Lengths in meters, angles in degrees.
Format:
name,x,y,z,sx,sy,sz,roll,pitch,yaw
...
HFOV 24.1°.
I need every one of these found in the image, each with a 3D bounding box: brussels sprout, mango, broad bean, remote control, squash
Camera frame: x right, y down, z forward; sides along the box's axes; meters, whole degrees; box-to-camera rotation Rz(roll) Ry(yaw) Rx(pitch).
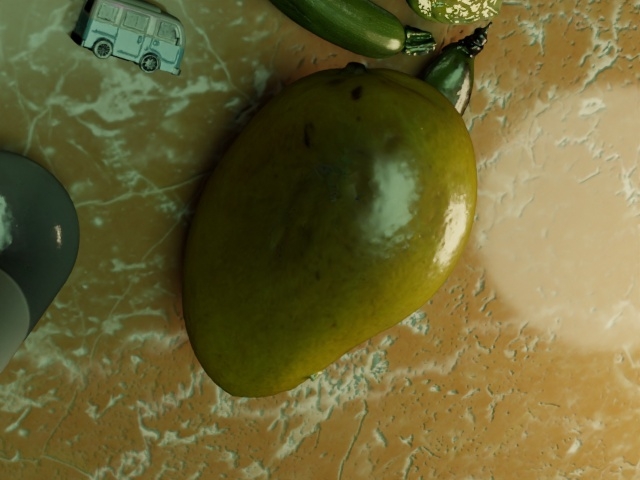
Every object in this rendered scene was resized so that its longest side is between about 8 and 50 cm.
name,x,y,z,sx,sy,sz,roll,pitch,yaw
brussels sprout,0.153,-0.328,1.785,0.139,0.100,0.181,-55,144,5
mango,0.000,0.000,1.768,0.301,0.220,0.445,33,109,8
broad bean,0.118,-0.130,1.873,0.077,0.061,0.339,27,100,-38
remote control,-0.416,0.046,1.704,0.221,0.103,0.332,32,96,-32
squash,-0.003,-0.286,1.751,0.318,0.071,0.080,31,118,-27

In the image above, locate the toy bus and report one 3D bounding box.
name,x,y,z,sx,sy,sz,roll,pitch,yaw
toy bus,-0.211,-0.236,1.694,0.123,0.060,0.075,15,102,-25
